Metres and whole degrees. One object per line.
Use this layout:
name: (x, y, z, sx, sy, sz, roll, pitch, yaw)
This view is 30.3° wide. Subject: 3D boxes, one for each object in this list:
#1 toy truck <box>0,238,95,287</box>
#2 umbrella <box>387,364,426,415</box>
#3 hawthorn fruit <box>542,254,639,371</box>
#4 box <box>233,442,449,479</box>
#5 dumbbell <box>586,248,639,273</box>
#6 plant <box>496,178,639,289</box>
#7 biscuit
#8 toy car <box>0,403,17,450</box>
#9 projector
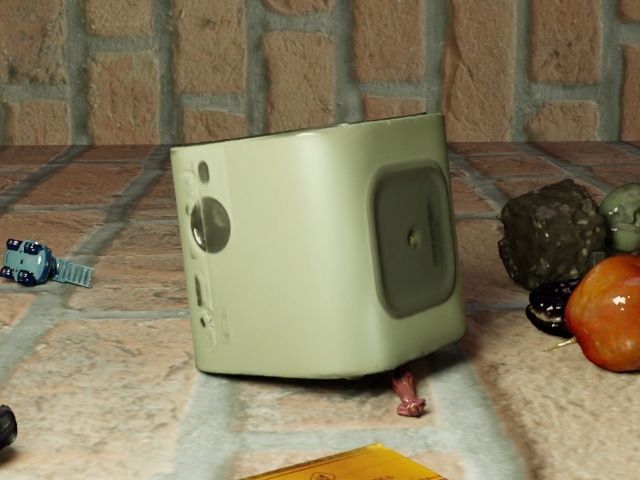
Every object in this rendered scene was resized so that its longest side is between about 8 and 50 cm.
toy truck: (-0.385, 0.037, 1.658, 0.136, 0.063, 0.074, 13, -3, 37)
umbrella: (0.083, 0.143, 1.198, 0.027, 0.025, 0.165, 16, 11, -8)
hawthorn fruit: (0.324, 0.084, 1.270, 0.125, 0.140, 0.125, 21, 41, -20)
box: (0.048, 0.209, 0.760, 0.152, 0.070, 0.237, -8, 13, -33)
dumbbell: (0.368, 0.030, 1.448, 0.083, 0.036, 0.040, 2, 11, 3)
plant: (0.386, -0.007, 1.652, 0.274, 0.149, 0.146, -9, 32, -29)
biscuit: (0.343, 0.083, 1.418, 0.194, 0.053, 0.194, 1, 11, 0)
toy car: (-0.396, 0.101, 1.045, 0.166, 0.198, 0.314, -25, 21, -21)
projector: (0.000, 0.000, 1.274, 0.248, 0.249, 0.248, -2, 8, 38)
